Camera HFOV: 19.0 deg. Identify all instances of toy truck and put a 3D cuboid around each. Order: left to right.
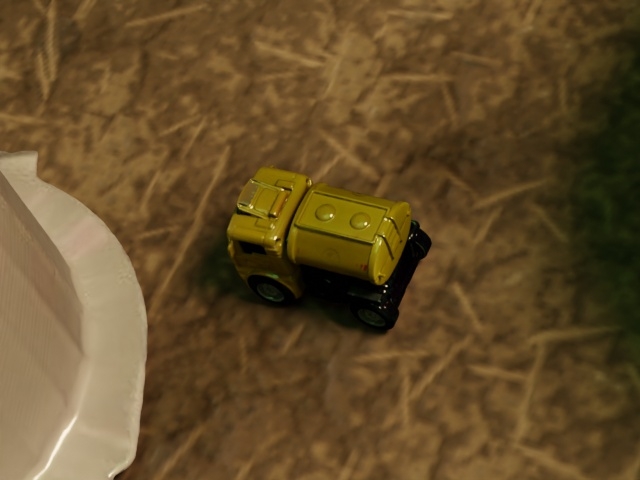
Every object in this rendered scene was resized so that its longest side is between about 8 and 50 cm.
[{"bbox_3d":[0.000,0.000,0.843,0.083,0.054,0.049,14,62,24],"label":"toy truck"}]

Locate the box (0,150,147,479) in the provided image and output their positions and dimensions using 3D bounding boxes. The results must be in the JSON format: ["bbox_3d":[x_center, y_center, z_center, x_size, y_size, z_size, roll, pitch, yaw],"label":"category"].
[{"bbox_3d":[-0.212,0.029,0.789,0.262,0.206,0.291,-40,53,-12],"label":"box"}]
